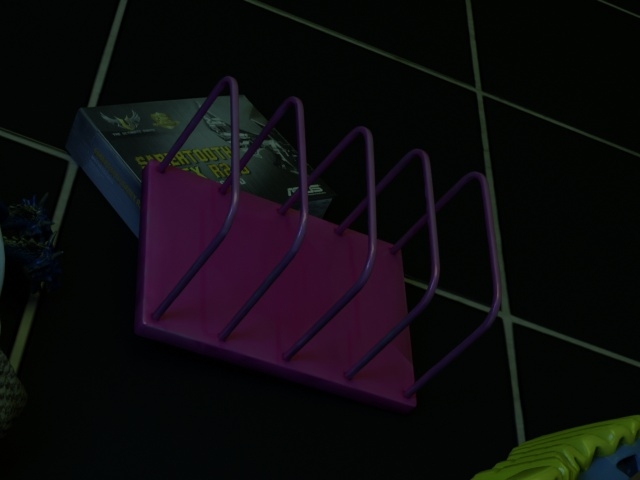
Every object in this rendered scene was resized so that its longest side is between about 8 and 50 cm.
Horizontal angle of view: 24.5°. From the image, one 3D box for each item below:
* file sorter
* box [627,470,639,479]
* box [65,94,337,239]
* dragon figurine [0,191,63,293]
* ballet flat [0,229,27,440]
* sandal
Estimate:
[{"bbox_3d":[0.000,0.000,1.370,0.291,0.182,0.202,19,45,-24],"label":"file sorter"},{"bbox_3d":[0.252,0.297,1.245,0.021,0.164,0.201,1,14,39],"label":"box"},{"bbox_3d":[-0.123,-0.072,1.554,0.231,0.056,0.183,-10,49,-44],"label":"box"},{"bbox_3d":[-0.319,-0.040,1.236,0.144,0.289,0.085,-29,49,-3],"label":"dragon figurine"},{"bbox_3d":[-0.333,-0.051,1.059,0.164,0.482,0.182,-2,25,37],"label":"ballet flat"},{"bbox_3d":[0.226,0.247,1.337,0.317,0.126,0.138,-16,86,-54],"label":"sandal"}]
